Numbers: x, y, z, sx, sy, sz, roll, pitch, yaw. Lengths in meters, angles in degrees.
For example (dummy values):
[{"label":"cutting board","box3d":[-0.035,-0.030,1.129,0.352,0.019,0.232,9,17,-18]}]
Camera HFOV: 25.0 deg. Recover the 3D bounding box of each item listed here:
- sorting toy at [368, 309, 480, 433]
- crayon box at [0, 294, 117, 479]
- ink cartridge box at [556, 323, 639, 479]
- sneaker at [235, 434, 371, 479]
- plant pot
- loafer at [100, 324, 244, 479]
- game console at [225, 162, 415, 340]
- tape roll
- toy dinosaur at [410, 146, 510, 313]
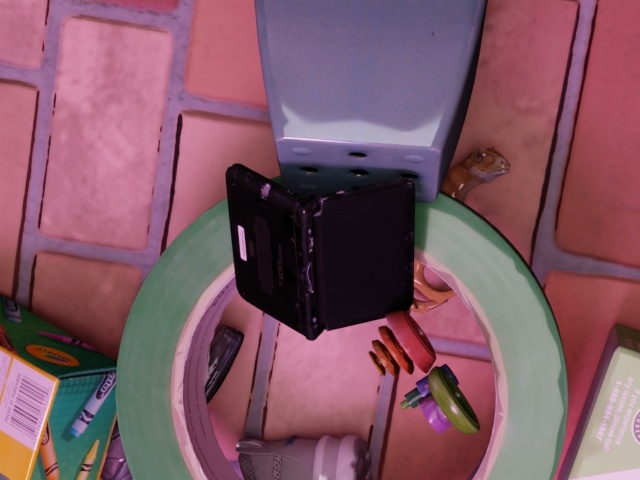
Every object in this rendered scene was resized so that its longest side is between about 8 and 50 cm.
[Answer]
[{"label":"sorting toy","box3d":[0.065,0.096,0.969,0.042,0.061,0.102,-35,63,9]},{"label":"crayon box","box3d":[-0.265,0.194,1.114,0.165,0.081,0.278,25,104,32]},{"label":"ink cartridge box","box3d":[0.311,0.202,1.047,0.273,0.115,0.198,19,98,8]},{"label":"sneaker","box3d":[-0.030,0.286,1.152,0.115,0.105,0.281,8,92,15]},{"label":"plant pot","box3d":[0.035,-0.153,0.971,0.166,0.165,0.234,4,72,4]},{"label":"loafer","box3d":[-0.126,0.127,1.138,0.061,0.062,0.170,40,100,1]},{"label":"game console","box3d":[0.000,0.000,0.966,0.107,0.071,0.122,29,141,30]},{"label":"tape roll","box3d":[0.016,0.107,1.046,0.321,0.077,0.321,0,91,10]},{"label":"toy dinosaur","box3d":[0.057,0.004,1.109,0.211,0.064,0.112,-29,85,6]}]
